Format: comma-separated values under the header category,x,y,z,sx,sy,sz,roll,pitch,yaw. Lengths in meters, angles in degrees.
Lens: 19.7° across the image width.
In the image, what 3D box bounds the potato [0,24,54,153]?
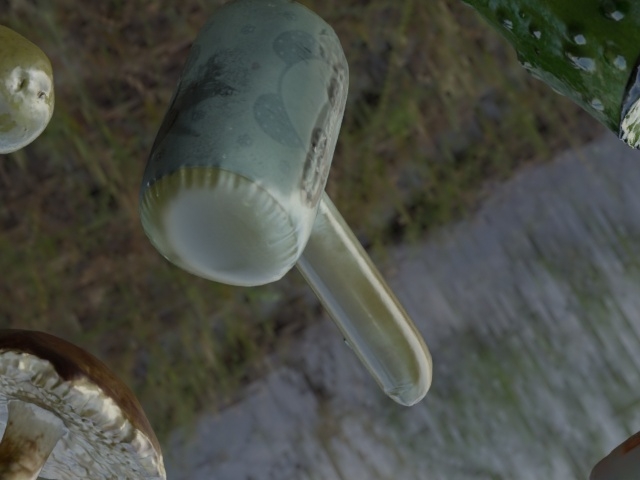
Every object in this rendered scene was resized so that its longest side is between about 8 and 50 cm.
category,x,y,z,sx,sy,sz,roll,pitch,yaw
potato,-0.330,-0.127,1.672,0.194,0.157,0.157,0,170,27

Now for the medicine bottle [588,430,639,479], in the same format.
category,x,y,z,sx,sy,sz,roll,pitch,yaw
medicine bottle,0.385,0.131,1.188,0.388,0.219,0.219,-36,157,11

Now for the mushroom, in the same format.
category,x,y,z,sx,sy,sz,roll,pitch,yaw
mushroom,-0.280,0.189,1.494,0.302,0.208,0.233,-31,180,-40

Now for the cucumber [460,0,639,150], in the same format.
category,x,y,z,sx,sy,sz,roll,pitch,yaw
cucumber,0.143,-0.172,1.123,0.134,0.244,0.134,-34,147,-26

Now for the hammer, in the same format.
category,x,y,z,sx,sy,sz,roll,pitch,yaw
hammer,0.000,0.000,1.222,0.113,0.202,0.305,-10,133,30
